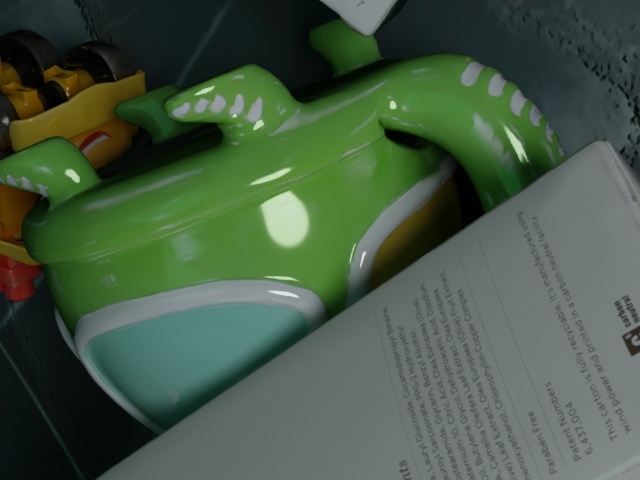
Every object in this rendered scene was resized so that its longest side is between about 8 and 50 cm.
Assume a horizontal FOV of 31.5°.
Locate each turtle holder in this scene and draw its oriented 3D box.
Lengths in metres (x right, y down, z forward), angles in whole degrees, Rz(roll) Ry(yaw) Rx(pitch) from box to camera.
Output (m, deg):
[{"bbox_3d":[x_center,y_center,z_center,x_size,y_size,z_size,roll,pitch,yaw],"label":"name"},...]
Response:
[{"bbox_3d":[-0.006,-0.002,0.677,0.320,0.243,0.228,-21,101,3],"label":"turtle holder"}]

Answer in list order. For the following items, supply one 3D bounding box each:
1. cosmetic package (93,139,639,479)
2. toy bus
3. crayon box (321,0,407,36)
[{"bbox_3d":[0.053,0.145,0.558,0.365,0.197,0.155,-34,45,22],"label":"cosmetic package"},{"bbox_3d":[-0.241,-0.048,0.917,0.220,0.149,0.212,12,119,37],"label":"toy bus"},{"bbox_3d":[0.041,-0.297,0.579,0.203,0.083,0.323,36,115,0],"label":"crayon box"}]
